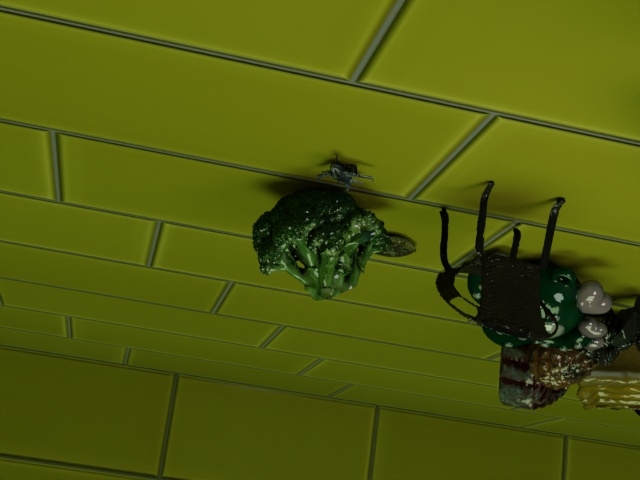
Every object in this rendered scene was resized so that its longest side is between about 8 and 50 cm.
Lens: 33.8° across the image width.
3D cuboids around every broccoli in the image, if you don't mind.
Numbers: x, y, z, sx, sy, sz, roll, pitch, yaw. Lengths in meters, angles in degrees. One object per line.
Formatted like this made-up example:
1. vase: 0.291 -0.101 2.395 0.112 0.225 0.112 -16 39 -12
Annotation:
1. broccoli: 0.000 0.000 1.501 0.195 0.156 0.195 -19 -176 1

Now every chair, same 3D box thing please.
1. chair: 0.243 0.043 1.426 0.174 0.213 0.149 13 157 -15

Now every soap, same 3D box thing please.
1. soap: 0.656 0.245 2.007 0.335 0.156 0.293 1 159 22

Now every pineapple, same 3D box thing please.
1. pineapple: 0.480 0.177 1.839 0.237 0.119 0.111 -33 131 29

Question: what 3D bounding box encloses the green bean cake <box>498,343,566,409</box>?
1. green bean cake: 0.438 0.231 2.104 0.097 0.198 0.232 8 -178 31

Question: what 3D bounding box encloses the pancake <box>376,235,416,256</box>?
1. pancake: 0.103 0.009 1.699 0.108 0.017 0.108 8 167 2

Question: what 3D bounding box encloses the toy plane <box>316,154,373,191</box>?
1. toy plane: 0.028 -0.088 1.386 0.078 0.031 0.083 1 163 20

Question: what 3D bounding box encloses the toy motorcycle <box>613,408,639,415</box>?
1. toy motorcycle: 0.764 0.339 2.350 0.205 0.127 0.275 23 164 -40

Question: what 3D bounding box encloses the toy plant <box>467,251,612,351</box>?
1. toy plant: 0.354 0.104 1.721 0.232 0.112 0.243 10 147 16
